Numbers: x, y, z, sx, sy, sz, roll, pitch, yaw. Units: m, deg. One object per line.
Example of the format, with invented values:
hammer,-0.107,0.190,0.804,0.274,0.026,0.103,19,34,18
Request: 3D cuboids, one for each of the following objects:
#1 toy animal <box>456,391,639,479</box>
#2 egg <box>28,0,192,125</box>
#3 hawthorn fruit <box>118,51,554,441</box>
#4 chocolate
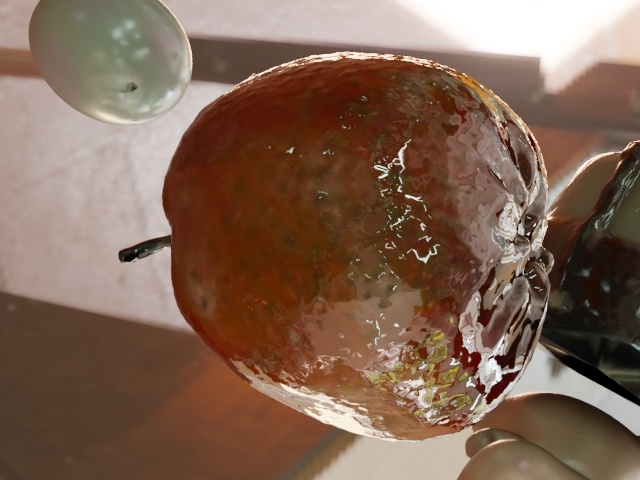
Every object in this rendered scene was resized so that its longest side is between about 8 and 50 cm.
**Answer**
toy animal,0.163,0.207,1.422,0.198,0.171,0.171,-59,140,-46
egg,-0.156,-0.142,1.429,0.103,0.135,0.103,-43,154,-27
hawthorn fruit,0.000,0.000,0.787,0.157,0.194,0.157,-5,95,-59
chocolate,0.268,0.036,1.470,0.283,0.283,0.186,28,91,-51
